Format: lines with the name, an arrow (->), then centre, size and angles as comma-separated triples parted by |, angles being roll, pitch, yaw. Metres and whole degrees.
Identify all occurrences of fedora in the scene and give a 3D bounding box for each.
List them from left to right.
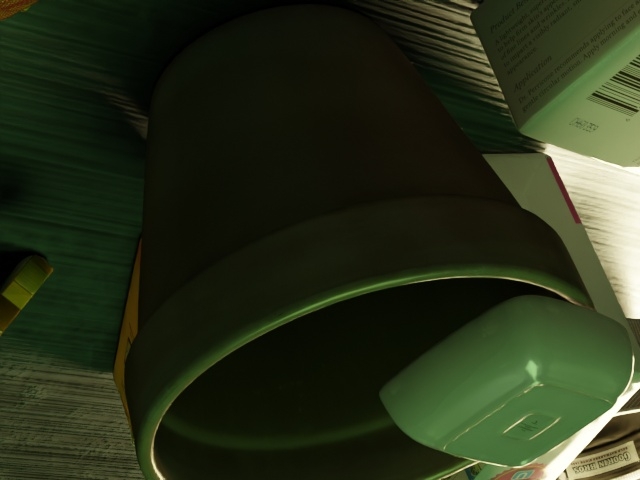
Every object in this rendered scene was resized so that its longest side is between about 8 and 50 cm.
fedora -> 0.283, 0.160, 1.791 | 0.243, 0.124, 0.275 | -1, 154, -21

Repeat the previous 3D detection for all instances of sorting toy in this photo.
sorting toy -> -0.294, 0.097, 1.375 | 0.041, 0.229, 0.307 | 39, 128, -6

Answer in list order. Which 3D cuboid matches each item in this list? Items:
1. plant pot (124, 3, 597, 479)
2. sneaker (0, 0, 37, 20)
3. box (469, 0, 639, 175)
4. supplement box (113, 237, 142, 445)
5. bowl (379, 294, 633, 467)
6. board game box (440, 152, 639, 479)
plant pot -> 0.000, 0.000, 1.251 | 0.323, 0.280, 0.323 | -13, 148, -8
sneaker -> -0.165, -0.159, 0.978 | 0.175, 0.064, 0.067 | -18, 169, 11
box -> 0.241, -0.153, 1.284 | 0.182, 0.119, 0.181 | 14, 137, -41
supplement box -> -0.124, 0.086, 1.522 | 0.080, 0.078, 0.233 | -8, 148, -21
bowl -> 0.127, 0.099, 1.155 | 0.142, 0.053, 0.142 | -38, 142, 29
board game box -> 0.139, 0.102, 1.538 | 0.097, 0.224, 0.303 | -3, 146, -26
